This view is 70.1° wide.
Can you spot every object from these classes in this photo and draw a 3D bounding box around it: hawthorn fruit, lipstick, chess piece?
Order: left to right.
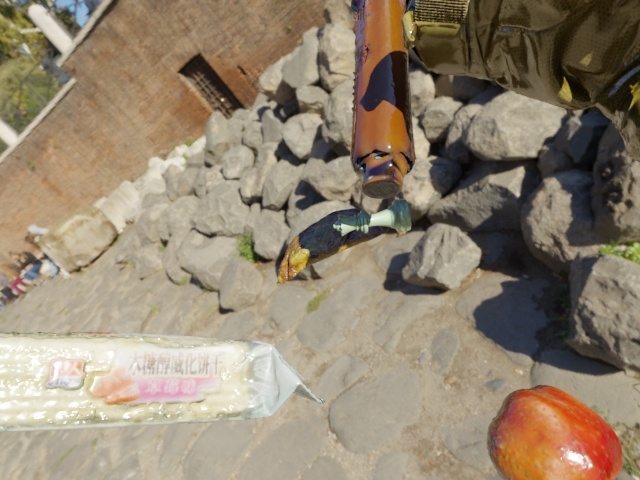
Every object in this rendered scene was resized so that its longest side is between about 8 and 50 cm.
[{"bbox_3d":[0.062,-0.024,0.561,0.093,0.042,0.042,-10,27,0],"label":"chess piece"},{"bbox_3d":[0.073,-0.241,0.545,0.077,0.077,0.418,-18,58,39],"label":"lipstick"},{"bbox_3d":[0.557,0.496,1.041,0.287,0.287,0.330,-46,43,-13],"label":"hawthorn fruit"}]

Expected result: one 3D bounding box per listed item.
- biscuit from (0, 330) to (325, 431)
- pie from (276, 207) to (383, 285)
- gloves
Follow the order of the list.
[{"bbox_3d":[-0.174,0.124,0.414,0.186,0.309,0.079,158,116,-63],"label":"biscuit"},{"bbox_3d":[0.001,-0.002,0.737,0.191,0.033,0.088,-28,45,10],"label":"pie"},{"bbox_3d":[0.197,-0.146,0.297,0.141,0.154,0.331,-11,30,-29],"label":"gloves"}]
